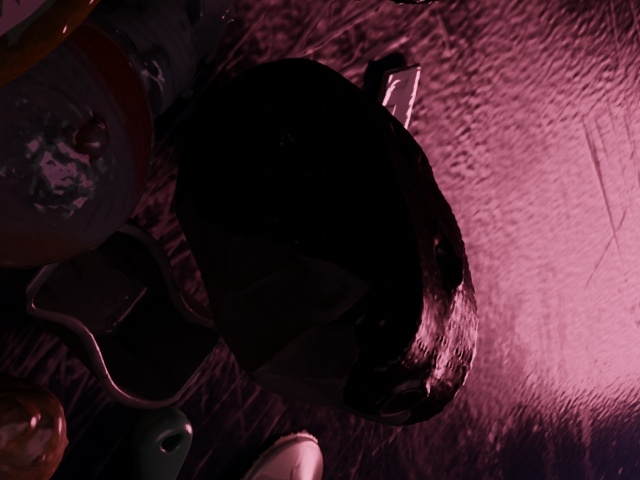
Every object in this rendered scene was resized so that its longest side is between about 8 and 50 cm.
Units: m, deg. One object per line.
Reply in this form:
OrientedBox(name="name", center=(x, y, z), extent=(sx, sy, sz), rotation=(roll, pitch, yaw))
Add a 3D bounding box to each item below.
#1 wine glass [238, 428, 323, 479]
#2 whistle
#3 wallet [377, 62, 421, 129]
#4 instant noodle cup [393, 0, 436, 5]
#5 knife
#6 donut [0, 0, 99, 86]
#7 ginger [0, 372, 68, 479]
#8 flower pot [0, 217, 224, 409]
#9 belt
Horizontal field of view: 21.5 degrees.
OrientedBox(name="wine glass", center=(0.062, 0.313, 1.589), extent=(0.143, 0.321, 0.143), rotation=(-36, 143, -34))
OrientedBox(name="whistle", center=(-0.149, -0.105, 1.097), extent=(0.348, 0.189, 0.189), rotation=(-43, 147, -38))
OrientedBox(name="wallet", center=(0.064, -0.115, 1.467), extent=(0.044, 0.011, 0.083), rotation=(-19, 135, -38))
OrientedBox(name="instant noodle cup", center=(0.019, -0.272, 1.102), extent=(0.217, 0.207, 0.217), rotation=(-30, 139, -30))
OrientedBox(name="knife", center=(-0.170, 0.254, 1.522), extent=(0.063, 0.034, 0.260), rotation=(-11, 132, -39))
OrientedBox(name="donut", center=(-0.245, -0.220, 0.862), extent=(0.360, 0.170, 0.360), rotation=(-16, 124, -26))
OrientedBox(name="ginger", center=(-0.226, 0.150, 1.275), extent=(0.193, 0.123, 0.115), rotation=(1, 79, -63))
OrientedBox(name="flower pot", center=(-0.169, 0.032, 1.250), extent=(0.103, 0.108, 0.229), rotation=(-46, 144, -8))
OrientedBox(name="belt", center=(0.000, 0.000, 1.261), extent=(0.184, 0.289, 0.164), rotation=(-33, 149, 15))
